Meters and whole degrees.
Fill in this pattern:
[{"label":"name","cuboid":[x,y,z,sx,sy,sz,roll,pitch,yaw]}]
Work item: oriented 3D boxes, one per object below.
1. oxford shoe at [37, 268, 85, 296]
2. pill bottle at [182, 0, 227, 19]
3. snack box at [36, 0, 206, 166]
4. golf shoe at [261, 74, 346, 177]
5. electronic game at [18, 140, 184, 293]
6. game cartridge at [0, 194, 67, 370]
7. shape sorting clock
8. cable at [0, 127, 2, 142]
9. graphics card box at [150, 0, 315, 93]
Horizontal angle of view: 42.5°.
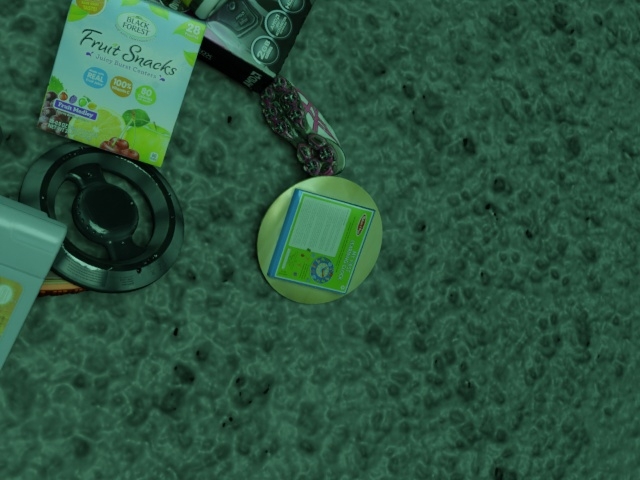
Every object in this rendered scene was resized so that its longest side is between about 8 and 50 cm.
[{"label":"oxford shoe","cuboid":[-0.419,0.020,1.071,0.271,0.097,0.098,8,77,-24]},{"label":"pill bottle","cuboid":[-0.190,-0.404,1.077,0.208,0.119,0.119,44,70,-11]},{"label":"snack box","cuboid":[-0.268,-0.226,1.114,0.175,0.070,0.207,17,104,-14]},{"label":"golf shoe","cuboid":[-0.027,-0.178,1.286,0.186,0.067,0.086,57,24,2]},{"label":"electronic game","cuboid":[-0.294,-0.035,1.123,0.229,0.048,0.229,17,56,-27]},{"label":"game cartridge","cuboid":[-0.455,0.068,0.988,0.198,0.062,0.297,21,113,-25]},{"label":"shape sorting clock","cuboid":[0.000,0.000,1.270,0.206,0.040,0.206,-5,108,-16]},{"label":"cable","cuboid":[-0.503,-0.116,1.066,0.151,0.047,0.184,24,68,-29]},{"label":"graphics card box","cuboid":[-0.186,-0.407,1.193,0.371,0.094,0.232,30,74,-17]}]
